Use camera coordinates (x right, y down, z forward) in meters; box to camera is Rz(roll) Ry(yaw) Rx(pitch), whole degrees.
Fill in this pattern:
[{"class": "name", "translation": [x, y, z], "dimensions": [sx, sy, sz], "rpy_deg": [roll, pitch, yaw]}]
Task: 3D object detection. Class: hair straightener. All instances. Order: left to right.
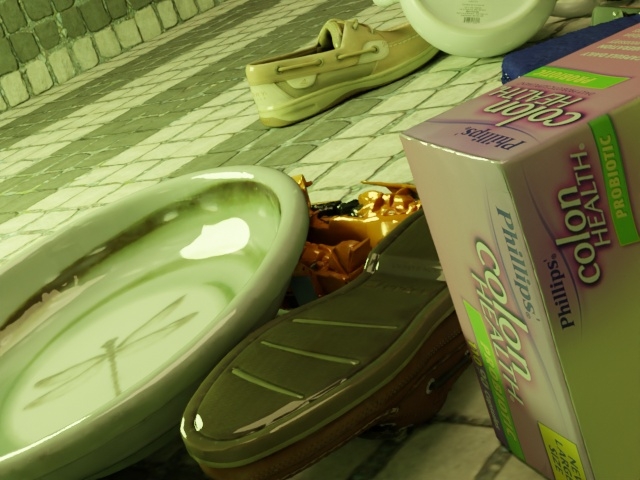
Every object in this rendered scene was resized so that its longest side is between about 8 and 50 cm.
[{"class": "hair straightener", "translation": [0.406, -0.262, 1.346], "dimensions": [0.089, 0.047, 0.230], "rpy_deg": [-4, 21, -21]}]

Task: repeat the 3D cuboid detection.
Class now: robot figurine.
[{"class": "robot figurine", "translation": [0.000, 0.000, 0.992], "dimensions": [0.211, 0.085, 0.291], "rpy_deg": [-31, 22, -30]}]

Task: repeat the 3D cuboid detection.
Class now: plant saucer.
[{"class": "plant saucer", "translation": [-0.173, 0.086, 0.864], "dimensions": [0.401, 0.100, 0.400], "rpy_deg": [-24, 24, 11]}]

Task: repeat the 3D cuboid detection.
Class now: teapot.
[{"class": "teapot", "translation": [0.239, -0.374, 1.597], "dimensions": [0.252, 0.256, 0.187], "rpy_deg": [-40, -13, 3]}]

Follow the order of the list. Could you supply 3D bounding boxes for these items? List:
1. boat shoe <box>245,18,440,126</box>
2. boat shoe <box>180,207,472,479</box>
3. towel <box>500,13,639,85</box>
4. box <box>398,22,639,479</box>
[{"class": "boat shoe", "translation": [0.047, -0.287, 1.663], "dimensions": [0.341, 0.110, 0.122], "rpy_deg": [-28, 21, -22]}, {"class": "boat shoe", "translation": [0.041, 0.084, 0.716], "dimensions": [0.111, 0.104, 0.307], "rpy_deg": [13, 35, 42]}, {"class": "towel", "translation": [0.362, -0.188, 1.155], "dimensions": [0.308, 0.076, 0.227], "rpy_deg": [-16, 22, 4]}, {"class": "box", "translation": [0.201, -0.005, 0.625], "dimensions": [0.243, 0.213, 0.117], "rpy_deg": [-26, 21, -15]}]
